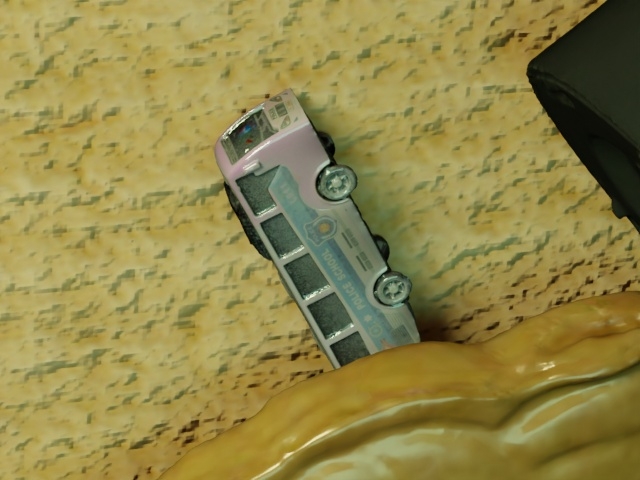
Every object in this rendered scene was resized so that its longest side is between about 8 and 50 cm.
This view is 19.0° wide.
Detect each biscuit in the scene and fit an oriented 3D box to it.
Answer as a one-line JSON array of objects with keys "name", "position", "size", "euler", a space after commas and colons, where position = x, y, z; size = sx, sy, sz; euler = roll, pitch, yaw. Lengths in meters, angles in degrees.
[{"name": "biscuit", "position": [0.056, 0.176, 0.886], "size": [0.351, 0.057, 0.312], "euler": [-11, 125, -14]}]

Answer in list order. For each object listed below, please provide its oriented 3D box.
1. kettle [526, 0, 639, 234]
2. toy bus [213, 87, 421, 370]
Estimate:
[{"name": "kettle", "position": [0.279, -0.074, 0.776], "size": [0.308, 0.203, 0.262], "euler": [-41, 120, 1]}, {"name": "toy bus", "position": [0.000, 0.000, 0.806], "size": [0.052, 0.037, 0.131], "euler": [-28, 123, 1]}]
